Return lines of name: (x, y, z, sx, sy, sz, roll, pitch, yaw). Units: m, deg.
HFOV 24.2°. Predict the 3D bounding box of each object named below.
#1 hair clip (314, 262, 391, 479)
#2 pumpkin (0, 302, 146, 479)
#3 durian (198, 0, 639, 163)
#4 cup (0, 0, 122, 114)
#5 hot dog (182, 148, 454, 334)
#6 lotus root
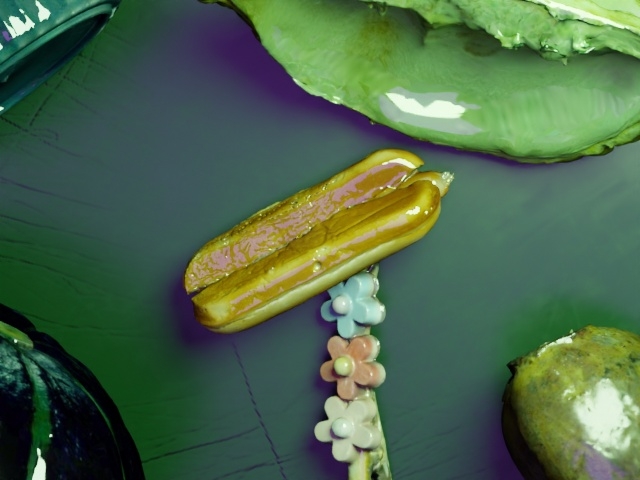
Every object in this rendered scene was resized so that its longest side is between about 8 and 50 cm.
hair clip: (0.027, 0.111, 1.205, 0.062, 0.056, 0.214, 0, 98, 37)
pumpkin: (-0.304, 0.168, 1.084, 0.363, 0.363, 0.266, 36, 96, 0)
durian: (0.095, -0.138, 1.093, 0.394, 0.198, 0.163, 14, 105, -7)
cup: (-0.300, -0.242, 1.121, 0.292, 0.308, 0.242, 53, 137, -3)
hot dog: (0.000, 0.000, 1.184, 0.235, 0.062, 0.092, -25, 56, 9)
lotus root: (0.242, 0.191, 1.145, 0.152, 0.160, 0.275, -29, 93, 17)
